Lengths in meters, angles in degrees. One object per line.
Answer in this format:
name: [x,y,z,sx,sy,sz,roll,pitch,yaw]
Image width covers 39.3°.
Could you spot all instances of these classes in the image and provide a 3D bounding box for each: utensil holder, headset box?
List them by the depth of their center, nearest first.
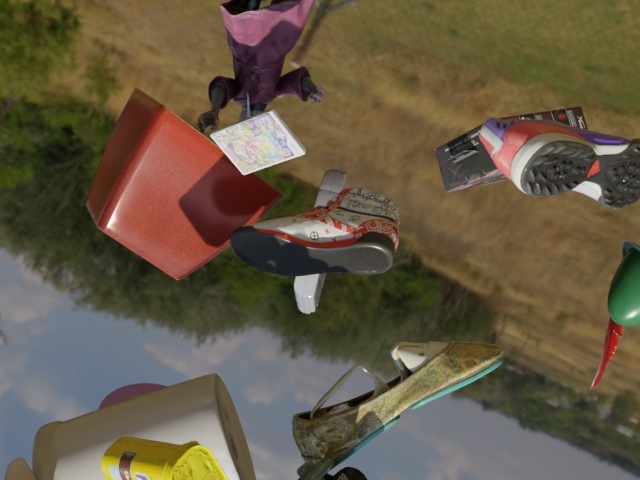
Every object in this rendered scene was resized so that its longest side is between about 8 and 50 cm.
utensil holder: [-0.356,0.485,1.886,0.385,0.328,0.327,-18,178,-1]
headset box: [0.415,-0.199,1.984,0.293,0.110,0.218,-12,173,-28]

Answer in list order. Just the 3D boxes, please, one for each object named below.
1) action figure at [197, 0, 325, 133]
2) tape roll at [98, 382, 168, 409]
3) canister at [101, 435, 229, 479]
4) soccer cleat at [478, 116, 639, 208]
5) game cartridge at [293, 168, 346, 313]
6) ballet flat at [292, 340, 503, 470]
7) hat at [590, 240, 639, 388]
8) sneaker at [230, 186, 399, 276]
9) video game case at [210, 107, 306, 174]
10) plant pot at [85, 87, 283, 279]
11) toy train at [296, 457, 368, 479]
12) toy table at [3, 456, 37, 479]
action figure: [-0.136,-0.363,1.770,0.248,0.370,0.276,-4,-131,-19]
tape roll: [-0.417,0.473,2.204,0.274,0.090,0.275,14,-153,-7]
canister: [-0.201,0.321,1.176,0.169,0.073,0.126,-6,118,45]
soccer cleat: [0.354,-0.117,1.233,0.318,0.109,0.116,1,-145,-38]
game cartridge: [0.000,0.000,1.990,0.062,0.297,0.198,12,163,9]
ballet flat: [0.110,0.223,1.362,0.123,0.348,0.123,58,-179,-1]
hat: [0.549,0.129,1.697,0.173,0.183,0.209,65,-179,-62]
sneaker: [-0.003,-0.019,1.468,0.269,0.145,0.090,3,131,13]
video game case: [-0.093,-0.145,1.330,0.122,0.011,0.087,-15,129,34]
plant pot: [-0.272,-0.088,1.616,0.267,0.236,0.267,36,-179,-27]
toy train: [-0.059,0.430,1.211,0.142,0.190,0.334,48,-142,5]
toy table: [-0.567,0.557,1.680,0.252,0.160,0.274,58,163,0]
